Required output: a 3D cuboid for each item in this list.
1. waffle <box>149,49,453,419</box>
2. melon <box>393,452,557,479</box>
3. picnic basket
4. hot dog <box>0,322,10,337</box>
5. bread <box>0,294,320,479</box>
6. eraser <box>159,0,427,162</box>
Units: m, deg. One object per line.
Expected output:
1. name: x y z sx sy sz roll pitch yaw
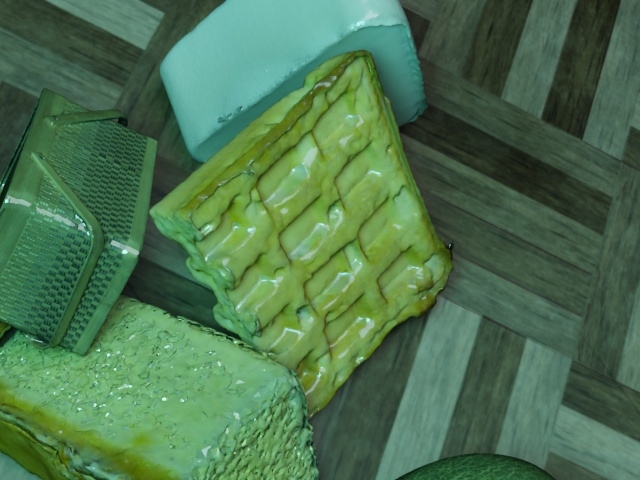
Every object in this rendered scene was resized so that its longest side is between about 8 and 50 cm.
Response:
1. waffle: 0.000 0.000 1.334 0.304 0.077 0.348 -44 130 -26
2. melon: 0.148 0.350 1.254 0.302 0.237 0.237 -24 76 -28
3. picnic basket: -0.271 -0.025 1.263 0.139 0.165 0.266 24 30 -17
4. hot dog: -0.451 0.094 1.234 0.262 0.093 0.123 5 80 -21
5. bread: -0.188 0.225 1.290 0.315 0.279 0.248 15 49 37
6. eraser: 0.007 -0.221 1.490 0.331 0.331 0.150 -11 69 -25
